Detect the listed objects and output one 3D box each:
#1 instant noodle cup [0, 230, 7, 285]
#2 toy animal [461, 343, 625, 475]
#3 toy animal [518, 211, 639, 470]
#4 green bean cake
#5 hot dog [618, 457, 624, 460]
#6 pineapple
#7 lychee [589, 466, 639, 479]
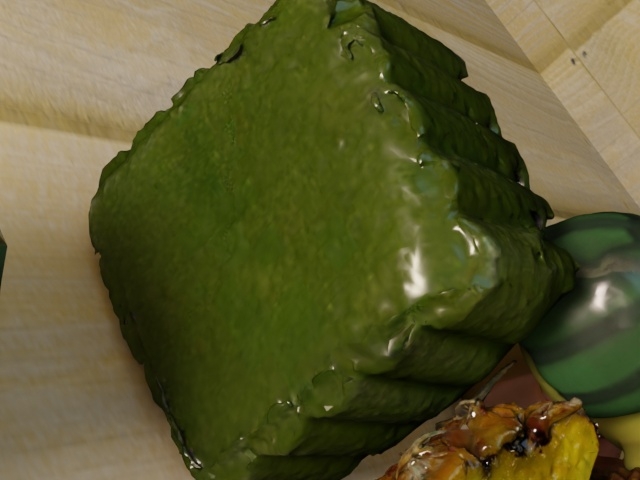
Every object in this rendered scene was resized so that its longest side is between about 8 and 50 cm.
[{"bbox_3d":[-0.297,0.030,0.464,0.240,0.178,0.240,35,30,-24],"label":"instant noodle cup"},{"bbox_3d":[0.231,0.178,1.087,0.168,0.195,0.281,-1,45,-4],"label":"toy animal"},{"bbox_3d":[0.311,0.097,0.900,0.338,0.191,0.216,39,28,-30],"label":"toy animal"},{"bbox_3d":[0.000,0.000,0.802,0.218,0.319,0.335,16,45,-51],"label":"green bean cake"},{"bbox_3d":[0.303,0.305,1.116,0.078,0.061,0.169,20,46,14],"label":"hot dog"},{"bbox_3d":[0.078,0.222,0.729,0.161,0.335,0.158,31,-11,-23],"label":"pineapple"},{"bbox_3d":[0.249,0.319,0.798,0.267,0.267,0.267,35,29,-23],"label":"lychee"}]
